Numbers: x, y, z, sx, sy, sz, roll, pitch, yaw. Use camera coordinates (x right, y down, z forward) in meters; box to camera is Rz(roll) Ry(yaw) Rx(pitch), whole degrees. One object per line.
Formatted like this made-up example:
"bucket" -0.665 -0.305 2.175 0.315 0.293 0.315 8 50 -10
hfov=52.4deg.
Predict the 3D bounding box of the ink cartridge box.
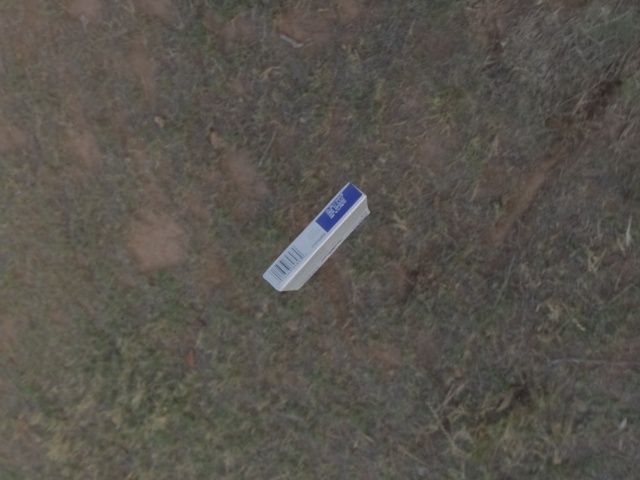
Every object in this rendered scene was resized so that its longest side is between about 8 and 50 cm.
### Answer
"ink cartridge box" 0.000 0.000 1.189 0.045 0.224 0.223 43 90 8
